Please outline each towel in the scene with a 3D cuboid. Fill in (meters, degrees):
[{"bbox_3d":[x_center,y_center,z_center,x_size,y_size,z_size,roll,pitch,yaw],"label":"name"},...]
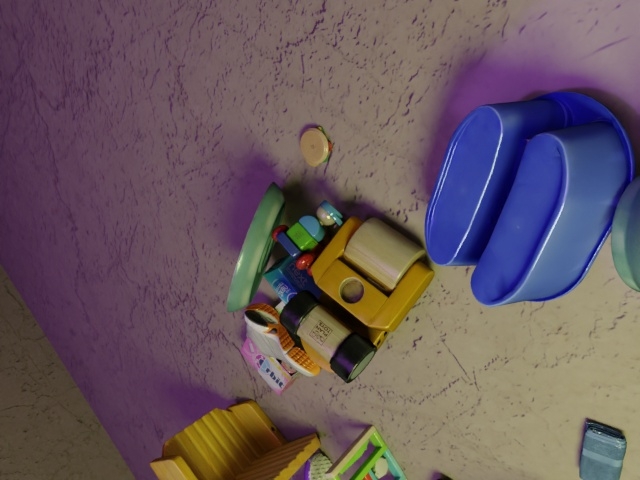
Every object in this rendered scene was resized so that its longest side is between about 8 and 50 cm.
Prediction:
[{"bbox_3d":[0.512,0.392,0.854,0.067,0.029,0.120,13,115,37],"label":"towel"}]

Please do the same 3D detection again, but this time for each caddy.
[{"bbox_3d":[0.316,-0.056,0.732,0.241,0.179,0.342,48,137,44],"label":"caddy"}]

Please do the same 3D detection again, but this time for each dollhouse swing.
[{"bbox_3d":[-0.233,0.596,1.369,0.315,0.346,0.305,46,122,16],"label":"dollhouse swing"}]

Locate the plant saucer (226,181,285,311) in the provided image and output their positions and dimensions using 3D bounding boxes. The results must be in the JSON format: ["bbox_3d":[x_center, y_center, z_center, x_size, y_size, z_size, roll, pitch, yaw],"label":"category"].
[{"bbox_3d":[-0.141,0.021,1.090,0.043,0.318,0.318,18,124,-1],"label":"plant saucer"}]

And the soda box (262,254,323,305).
[{"bbox_3d":[-0.044,0.139,1.157,0.067,0.071,0.210,-25,106,44],"label":"soda box"}]

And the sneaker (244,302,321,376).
[{"bbox_3d":[-0.101,0.281,1.257,0.262,0.099,0.121,36,134,27],"label":"sneaker"}]

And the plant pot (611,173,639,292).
[{"bbox_3d":[0.491,-0.003,0.558,0.196,0.293,0.293,14,120,65],"label":"plant pot"}]

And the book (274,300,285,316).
[{"bbox_3d":[-0.075,0.237,1.287,0.144,0.035,0.096,53,131,8],"label":"book"}]

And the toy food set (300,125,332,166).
[{"bbox_3d":[-0.012,-0.210,1.047,0.082,0.020,0.083,-19,95,43],"label":"toy food set"}]

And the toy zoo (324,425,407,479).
[{"bbox_3d":[0.151,0.641,1.157,0.030,0.192,0.293,-37,82,43],"label":"toy zoo"}]

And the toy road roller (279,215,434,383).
[{"bbox_3d":[0.089,0.133,1.024,0.202,0.240,0.330,37,91,23],"label":"toy road roller"}]

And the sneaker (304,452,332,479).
[{"bbox_3d":[-0.028,0.767,1.426,0.146,0.102,0.294,4,111,40],"label":"sneaker"}]

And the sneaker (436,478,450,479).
[{"bbox_3d":[0.290,0.657,1.049,0.084,0.235,0.097,16,121,-3],"label":"sneaker"}]

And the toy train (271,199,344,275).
[{"bbox_3d":[0.000,0.000,1.071,0.143,0.248,0.105,-42,71,2],"label":"toy train"}]

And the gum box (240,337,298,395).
[{"bbox_3d":[-0.147,0.340,1.369,0.188,0.062,0.107,43,130,18],"label":"gum box"}]
